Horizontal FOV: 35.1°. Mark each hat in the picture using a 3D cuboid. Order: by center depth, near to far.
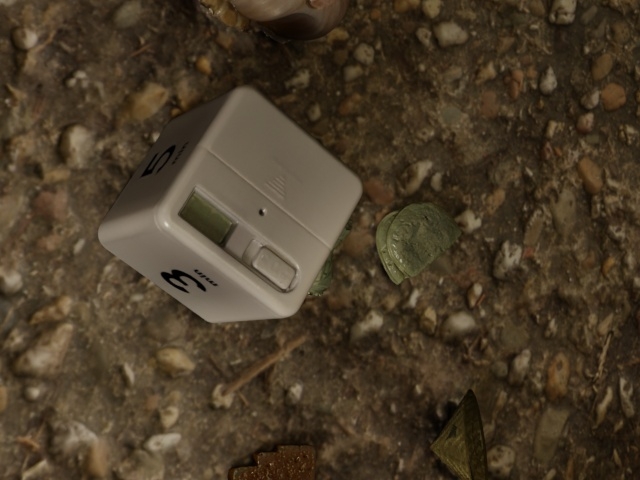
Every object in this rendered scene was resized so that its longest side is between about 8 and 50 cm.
[{"bbox_3d":[0.180,0.277,1.369,0.146,0.067,0.146,-9,90,-73],"label":"hat"}]

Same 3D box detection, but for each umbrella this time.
[{"bbox_3d":[0.000,0.000,1.288,0.067,0.062,0.143,17,81,3],"label":"umbrella"}]

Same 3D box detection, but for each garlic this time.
[{"bbox_3d":[-0.071,-0.348,1.210,0.207,0.256,0.207,-3,77,11],"label":"garlic"}]

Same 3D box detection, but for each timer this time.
[{"bbox_3d":[-0.103,-0.033,1.149,0.192,0.195,0.194,39,67,-22],"label":"timer"}]

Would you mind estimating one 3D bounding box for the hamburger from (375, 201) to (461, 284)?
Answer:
[{"bbox_3d":[0.123,-0.006,1.370,0.121,0.054,0.084,-43,108,-20],"label":"hamburger"}]

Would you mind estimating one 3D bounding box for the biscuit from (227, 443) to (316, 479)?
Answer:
[{"bbox_3d":[-0.051,0.300,1.243,0.130,0.019,0.119,-42,105,-28],"label":"biscuit"}]
